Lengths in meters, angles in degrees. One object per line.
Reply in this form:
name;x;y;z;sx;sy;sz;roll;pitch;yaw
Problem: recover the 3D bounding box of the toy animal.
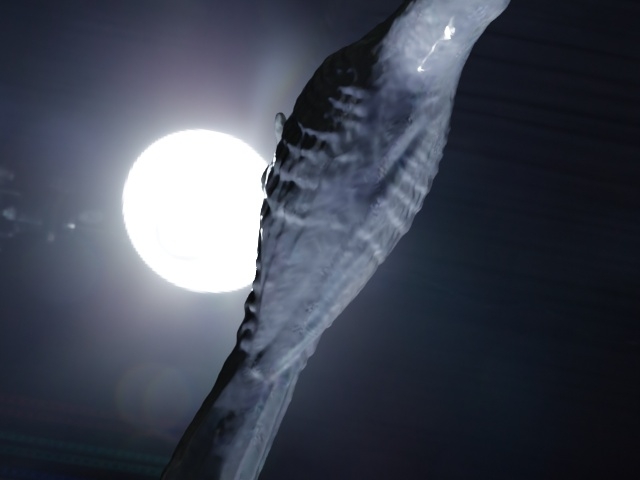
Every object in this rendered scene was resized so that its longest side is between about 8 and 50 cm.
toy animal;0.003;-0.022;0.471;0.367;0.081;0.206;-60;14;6
